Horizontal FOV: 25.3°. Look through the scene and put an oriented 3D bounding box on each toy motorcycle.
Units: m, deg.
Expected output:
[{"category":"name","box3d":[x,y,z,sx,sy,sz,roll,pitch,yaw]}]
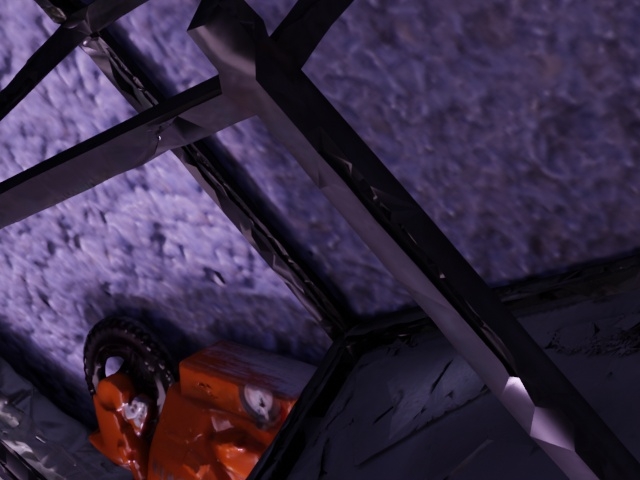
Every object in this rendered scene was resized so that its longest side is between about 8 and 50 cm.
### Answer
[{"category":"toy motorcycle","box3d":[-0.028,0.175,0.881,0.326,0.148,0.221,14,117,36]}]

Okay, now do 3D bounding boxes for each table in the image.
[{"category":"table","box3d":[0.000,0.000,0.588,0.335,0.222,0.272,-19,119,48]}]

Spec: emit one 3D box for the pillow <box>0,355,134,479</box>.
[{"category":"pillow","box3d":[-0.260,0.192,1.088,0.310,0.138,0.283,37,135,-5]}]
